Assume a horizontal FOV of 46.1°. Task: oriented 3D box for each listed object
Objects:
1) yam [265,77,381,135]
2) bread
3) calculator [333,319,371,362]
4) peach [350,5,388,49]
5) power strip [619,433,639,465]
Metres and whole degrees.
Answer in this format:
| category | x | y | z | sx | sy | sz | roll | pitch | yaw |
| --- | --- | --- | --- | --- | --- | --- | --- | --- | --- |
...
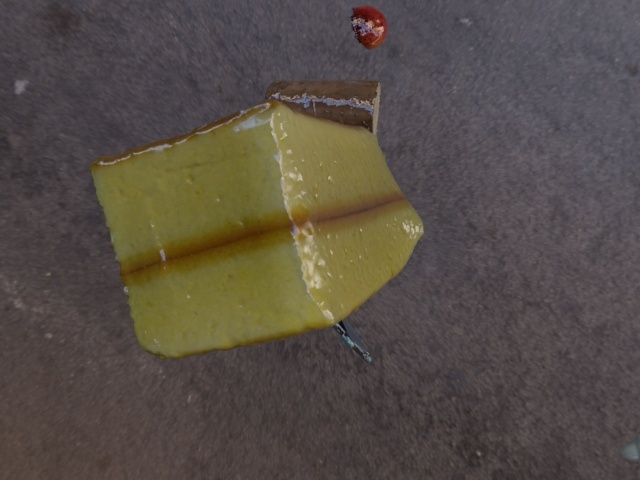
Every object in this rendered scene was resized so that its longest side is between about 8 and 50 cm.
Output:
| category | x | y | z | sx | sy | sz | roll | pitch | yaw |
| --- | --- | --- | --- | --- | --- | --- | --- | --- | --- |
| yam | 0.011 | -0.271 | 1.570 | 0.238 | 0.129 | 0.128 | 3 | 118 | 16 |
| bread | -0.042 | -0.018 | 0.910 | 0.245 | 0.361 | 0.233 | -15 | 89 | 24 |
| calculator | 0.044 | 0.158 | 1.303 | 0.019 | 0.094 | 0.141 | -35 | 132 | 7 |
| peach | 0.104 | -0.445 | 1.553 | 0.061 | 0.098 | 0.098 | -17 | 93 | 26 |
| power strip | 0.192 | 0.106 | 0.368 | 0.055 | 0.083 | 0.035 | 18 | 59 | -43 |
